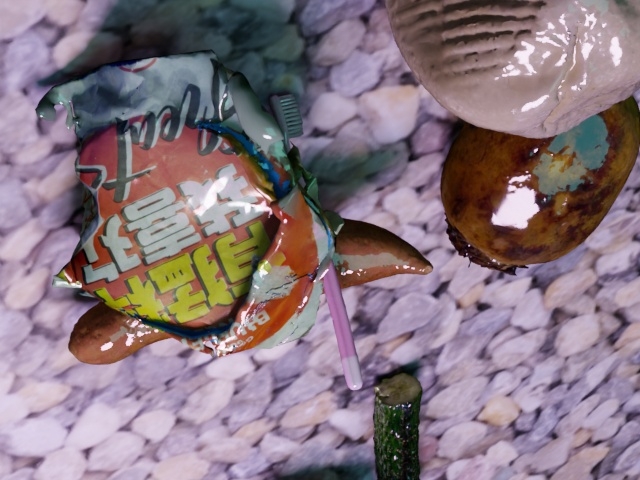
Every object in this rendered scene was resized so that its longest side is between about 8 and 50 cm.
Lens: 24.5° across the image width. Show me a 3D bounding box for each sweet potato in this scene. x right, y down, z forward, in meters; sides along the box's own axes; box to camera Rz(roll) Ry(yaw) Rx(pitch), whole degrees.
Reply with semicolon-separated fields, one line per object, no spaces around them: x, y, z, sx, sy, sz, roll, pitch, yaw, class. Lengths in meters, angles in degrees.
-0.075;0.037;1.426;0.354;0.106;0.095;-14;136;-8;sweet potato

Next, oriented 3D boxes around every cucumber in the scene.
0.089;0.234;1.676;0.058;0.058;0.187;-17;129;-17;cucumber

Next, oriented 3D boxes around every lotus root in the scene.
0.220;-0.081;1.459;0.169;0.141;0.314;18;124;-17;lotus root

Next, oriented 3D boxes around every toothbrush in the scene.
0.000;0.000;1.381;0.025;0.020;0.286;-14;88;-17;toothbrush

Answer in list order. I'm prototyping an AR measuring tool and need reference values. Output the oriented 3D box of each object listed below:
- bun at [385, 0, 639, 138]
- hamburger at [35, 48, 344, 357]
0.202;-0.221;1.297;0.205;0.281;0.281;5;119;-38;bun
-0.105;-0.045;1.312;0.260;0.150;0.276;7;111;17;hamburger
